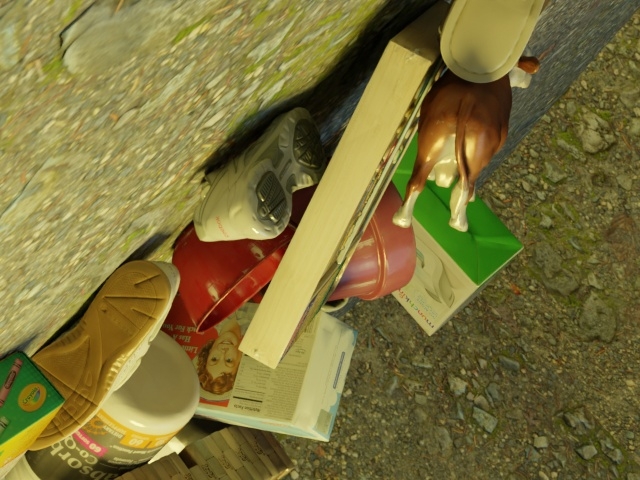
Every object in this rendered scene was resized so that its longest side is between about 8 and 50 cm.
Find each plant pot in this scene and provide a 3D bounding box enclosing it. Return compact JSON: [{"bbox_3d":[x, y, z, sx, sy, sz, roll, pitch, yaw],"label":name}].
[{"bbox_3d":[0.000,0.000,2.187,0.180,0.201,0.201,-22,165,-24],"label":"plant pot"}]

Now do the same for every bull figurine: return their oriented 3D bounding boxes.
[{"bbox_3d":[0.163,-0.128,1.836,0.310,0.101,0.188,-46,154,-65],"label":"bull figurine"}]

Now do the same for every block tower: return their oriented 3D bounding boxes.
[{"bbox_3d":[-0.171,0.321,2.108,0.335,0.097,0.091,-22,161,-51],"label":"block tower"}]

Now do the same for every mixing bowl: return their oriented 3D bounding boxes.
[{"bbox_3d":[-0.110,0.015,1.962,0.181,0.098,0.181,-41,174,-6],"label":"mixing bowl"}]

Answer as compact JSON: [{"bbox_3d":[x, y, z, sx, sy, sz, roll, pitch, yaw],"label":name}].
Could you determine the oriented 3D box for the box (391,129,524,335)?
[{"bbox_3d":[0.171,-0.011,2.706,0.127,0.262,0.231,-38,173,-28],"label":"box"}]

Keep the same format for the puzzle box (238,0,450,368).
[{"bbox_3d":[0.045,-0.071,1.898,0.409,0.052,0.272,-63,174,23],"label":"puzzle box"}]

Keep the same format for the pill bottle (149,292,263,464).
[{"bbox_3d":[-0.169,0.206,2.336,0.363,0.210,0.210,-43,173,-1],"label":"pill bottle"}]

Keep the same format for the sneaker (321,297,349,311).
[{"bbox_3d":[-0.024,0.061,2.552,0.122,0.146,0.330,-43,175,-6],"label":"sneaker"}]

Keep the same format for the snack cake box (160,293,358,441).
[{"bbox_3d":[-0.097,0.161,2.125,0.089,0.264,0.152,32,69,-51],"label":"snack cake box"}]

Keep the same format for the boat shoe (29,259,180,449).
[{"bbox_3d":[-0.252,0.132,1.887,0.277,0.098,0.096,-46,172,16],"label":"boat shoe"}]

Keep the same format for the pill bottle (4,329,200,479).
[{"bbox_3d":[-0.284,0.237,2.086,0.278,0.162,0.162,-48,171,38],"label":"pill bottle"}]

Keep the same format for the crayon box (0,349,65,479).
[{"bbox_3d":[-0.411,0.240,1.720,0.165,0.081,0.278,-48,171,37],"label":"crayon box"}]

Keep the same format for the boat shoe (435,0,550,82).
[{"bbox_3d":[0.226,-0.317,1.707,0.324,0.117,0.096,-61,-173,17],"label":"boat shoe"}]

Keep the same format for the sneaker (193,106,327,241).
[{"bbox_3d":[-0.073,-0.073,1.784,0.115,0.090,0.232,-13,-159,29],"label":"sneaker"}]
